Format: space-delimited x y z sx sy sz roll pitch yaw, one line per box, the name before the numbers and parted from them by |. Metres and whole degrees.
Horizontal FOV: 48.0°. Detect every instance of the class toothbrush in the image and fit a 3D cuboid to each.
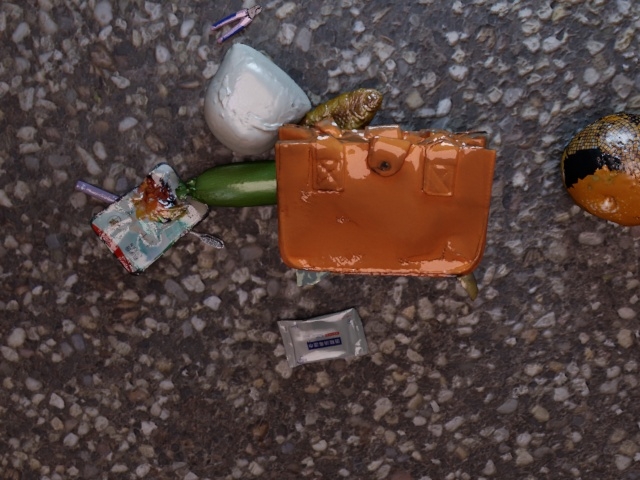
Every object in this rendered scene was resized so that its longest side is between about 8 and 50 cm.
toothbrush | -0.378 -0.055 1.596 0.354 0.029 0.024 23 92 -3

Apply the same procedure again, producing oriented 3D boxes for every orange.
orange | 0.590 -0.134 1.409 0.234 0.234 0.182 29 64 -5

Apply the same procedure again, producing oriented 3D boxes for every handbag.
handbag | 0.119 -0.078 1.403 0.410 0.116 0.304 2 121 4

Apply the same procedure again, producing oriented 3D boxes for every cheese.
cheese | -0.142 -0.271 1.444 0.198 0.154 0.189 39 95 -12

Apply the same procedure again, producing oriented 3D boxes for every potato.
potato | 0.328 0.092 1.588 0.036 0.037 0.093 -34 102 9

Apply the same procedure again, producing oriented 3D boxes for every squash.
squash | -0.121 -0.121 1.520 0.378 0.101 0.101 -2 107 6

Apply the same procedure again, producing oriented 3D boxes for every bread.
bread | 0.033 -0.238 1.484 0.233 0.076 0.105 -28 92 19

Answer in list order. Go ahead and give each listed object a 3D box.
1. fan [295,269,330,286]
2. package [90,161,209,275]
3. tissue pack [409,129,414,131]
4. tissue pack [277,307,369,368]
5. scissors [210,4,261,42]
fan | 0.000 0.000 1.596 0.131 0.009 0.240 15 108 -1
package | -0.372 -0.049 1.566 0.232 0.040 0.166 -38 91 1
tissue pack | 0.230 -0.145 1.485 0.148 0.099 0.106 25 113 -5
tissue pack | 0.006 0.224 1.658 0.193 0.026 0.123 -11 107 8
scissors | -0.170 -0.446 1.465 0.113 0.012 0.039 -29 104 12
